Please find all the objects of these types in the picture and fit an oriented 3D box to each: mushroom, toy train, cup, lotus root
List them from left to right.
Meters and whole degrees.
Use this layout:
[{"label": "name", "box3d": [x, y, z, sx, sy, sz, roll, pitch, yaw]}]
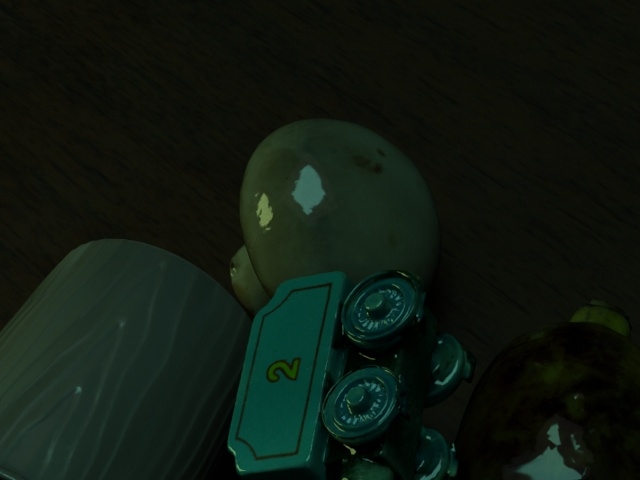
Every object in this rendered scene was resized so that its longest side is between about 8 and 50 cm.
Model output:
[{"label": "cup", "box3d": [-0.159, 0.162, 1.545, 0.288, 0.208, 0.273, 10, 45, 24]}, {"label": "mushroom", "box3d": [0.000, 0.000, 1.726, 0.204, 0.204, 0.204, -6, 43, 6]}, {"label": "toy train", "box3d": [0.019, 0.118, 1.489, 0.163, 0.112, 0.203, -10, 47, 27]}, {"label": "lotus root", "box3d": [0.188, 0.163, 1.512, 0.169, 0.141, 0.314, 6, 52, 12]}]
